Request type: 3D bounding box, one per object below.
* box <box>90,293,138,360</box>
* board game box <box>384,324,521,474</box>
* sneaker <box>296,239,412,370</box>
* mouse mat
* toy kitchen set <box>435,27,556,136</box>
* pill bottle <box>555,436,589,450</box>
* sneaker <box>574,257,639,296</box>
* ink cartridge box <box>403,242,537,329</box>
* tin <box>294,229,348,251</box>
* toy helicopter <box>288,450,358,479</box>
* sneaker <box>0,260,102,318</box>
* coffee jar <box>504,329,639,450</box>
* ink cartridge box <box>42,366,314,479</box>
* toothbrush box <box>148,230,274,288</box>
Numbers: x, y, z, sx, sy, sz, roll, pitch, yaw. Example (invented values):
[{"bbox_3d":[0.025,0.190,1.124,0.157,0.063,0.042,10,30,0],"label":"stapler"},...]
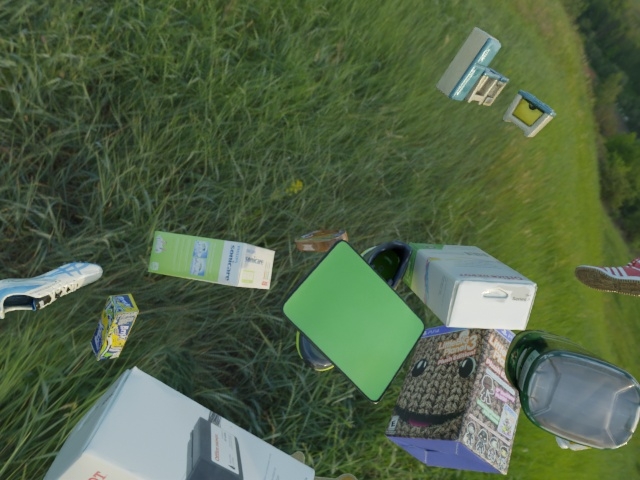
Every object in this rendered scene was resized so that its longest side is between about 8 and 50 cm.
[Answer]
[{"bbox_3d":[-0.490,0.206,1.128,0.054,0.169,0.059,0,41,-47],"label":"box"},{"bbox_3d":[0.312,0.343,1.076,0.141,0.232,0.291,39,56,-15],"label":"board game box"},{"bbox_3d":[0.063,0.101,0.859,0.111,0.121,0.300,37,62,2],"label":"sneaker"},{"bbox_3d":[0.052,0.108,0.662,0.190,0.007,0.152,46,60,-6],"label":"mouse mat"},{"bbox_3d":[0.359,-0.293,0.914,0.207,0.122,0.166,-13,53,-49],"label":"toy kitchen set"},{"bbox_3d":[0.475,0.357,0.867,0.043,0.083,0.043,21,52,-29],"label":"pill bottle"},{"bbox_3d":[0.506,0.056,0.814,0.067,0.118,0.042,-37,129,-37],"label":"sneaker"},{"bbox_3d":[0.266,0.079,0.886,0.154,0.093,0.212,4,14,-13],"label":"ink cartridge box"},{"bbox_3d":[0.000,0.000,1.413,0.106,0.189,0.040,-20,103,-37],"label":"tin"},{"bbox_3d":[-0.052,0.802,1.519,0.355,0.140,0.235,4,57,-2],"label":"toy helicopter"},{"bbox_3d":[-0.605,0.110,1.062,0.237,0.085,0.086,-19,64,-39],"label":"sneaker"},{"bbox_3d":[0.250,0.145,0.499,0.096,0.079,0.184,16,1,16],"label":"coffee jar"},{"bbox_3d":[-0.199,0.344,0.657,0.307,0.223,0.129,37,32,-15],"label":"ink cartridge box"},{"bbox_3d":[-0.304,0.058,1.356,0.206,0.283,0.122,24,72,-71],"label":"toothbrush box"}]
